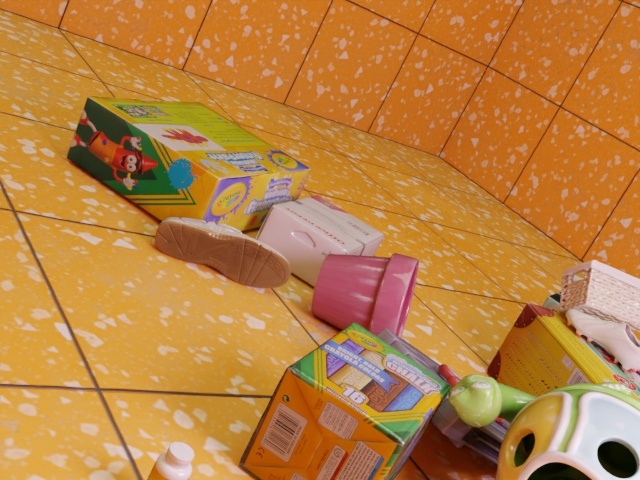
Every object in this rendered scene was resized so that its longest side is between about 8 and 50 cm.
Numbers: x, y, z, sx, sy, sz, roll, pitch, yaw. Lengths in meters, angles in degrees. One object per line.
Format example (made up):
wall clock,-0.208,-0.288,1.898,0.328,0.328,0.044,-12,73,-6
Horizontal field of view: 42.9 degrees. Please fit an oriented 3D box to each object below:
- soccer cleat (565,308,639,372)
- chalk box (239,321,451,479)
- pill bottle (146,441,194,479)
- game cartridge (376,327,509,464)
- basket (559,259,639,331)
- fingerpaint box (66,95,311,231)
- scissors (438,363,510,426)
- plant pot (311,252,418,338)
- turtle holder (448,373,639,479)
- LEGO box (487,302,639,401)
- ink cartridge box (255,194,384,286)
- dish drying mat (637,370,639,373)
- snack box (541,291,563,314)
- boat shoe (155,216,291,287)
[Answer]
soccer cleat,0.582,0.186,1.643,0.068,0.076,0.196,10,24,-41
chalk box,0.054,0.250,1.160,0.179,0.180,0.289,32,22,17
pill bottle,-0.176,0.274,0.939,0.043,0.083,0.043,24,18,-9
game cartridge,0.239,0.290,1.379,0.355,0.068,0.230,37,2,-42
basket,0.611,0.126,1.750,0.167,0.103,0.113,21,-21,-13
fingerpaint box,-0.289,-0.175,1.895,0.371,0.163,0.445,32,19,16
scissors,0.300,0.299,1.362,0.297,0.021,0.109,41,2,-24
plant pot,0.086,0.110,1.624,0.180,0.201,0.201,15,16,11
turtle holder,0.344,0.296,1.092,0.227,0.243,0.320,0,63,-58
LEGO box,0.617,0.369,1.626,0.373,0.193,0.500,20,19,-21
ink cartridge box,0.000,0.000,1.894,0.207,0.117,0.283,32,18,14
dish drying mat,0.656,0.273,1.615,0.032,0.008,0.083,5,28,-47
snack box,0.582,0.213,2.020,0.060,0.187,0.322,36,20,25
boat shoe,-0.189,0.011,1.629,0.277,0.098,0.096,22,19,-12
